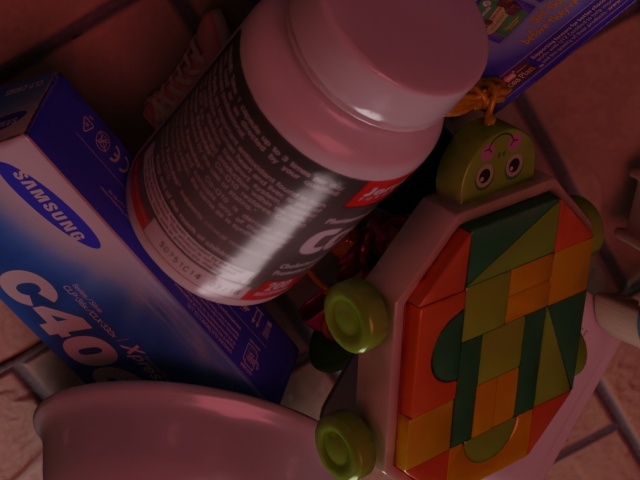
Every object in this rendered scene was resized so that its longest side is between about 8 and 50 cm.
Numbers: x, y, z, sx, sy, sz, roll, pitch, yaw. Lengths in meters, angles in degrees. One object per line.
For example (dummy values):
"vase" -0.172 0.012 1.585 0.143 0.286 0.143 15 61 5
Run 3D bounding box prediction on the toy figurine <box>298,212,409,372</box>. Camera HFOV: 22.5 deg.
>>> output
"toy figurine" 0.000 0.000 1.370 0.173 0.130 0.159 -45 112 8

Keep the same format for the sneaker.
"sneaker" -0.107 -0.122 1.291 0.070 0.051 0.134 -6 129 -15

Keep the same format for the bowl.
"bowl" -0.115 0.238 1.397 0.298 0.134 0.298 6 153 3

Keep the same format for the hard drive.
"hard drive" 0.146 0.110 1.414 0.307 0.040 0.203 26 93 -48

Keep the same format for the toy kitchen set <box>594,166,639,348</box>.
"toy kitchen set" 0.374 0.030 1.457 0.207 0.122 0.166 7 100 -36

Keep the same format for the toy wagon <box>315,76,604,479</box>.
"toy wagon" 0.121 0.042 1.266 0.267 0.068 0.344 -20 126 -37

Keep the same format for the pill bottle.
"pill bottle" -0.013 -0.084 1.159 0.161 0.161 0.283 19 142 -24

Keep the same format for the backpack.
"backpack" 0.054 -0.086 1.332 0.114 0.084 0.105 32 112 -24

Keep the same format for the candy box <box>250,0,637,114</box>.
"candy box" 0.080 -0.255 1.148 0.317 0.122 0.268 22 142 -26

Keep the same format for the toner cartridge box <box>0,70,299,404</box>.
"toner cartridge box" -0.180 0.023 1.315 0.165 0.075 0.348 -13 132 34
